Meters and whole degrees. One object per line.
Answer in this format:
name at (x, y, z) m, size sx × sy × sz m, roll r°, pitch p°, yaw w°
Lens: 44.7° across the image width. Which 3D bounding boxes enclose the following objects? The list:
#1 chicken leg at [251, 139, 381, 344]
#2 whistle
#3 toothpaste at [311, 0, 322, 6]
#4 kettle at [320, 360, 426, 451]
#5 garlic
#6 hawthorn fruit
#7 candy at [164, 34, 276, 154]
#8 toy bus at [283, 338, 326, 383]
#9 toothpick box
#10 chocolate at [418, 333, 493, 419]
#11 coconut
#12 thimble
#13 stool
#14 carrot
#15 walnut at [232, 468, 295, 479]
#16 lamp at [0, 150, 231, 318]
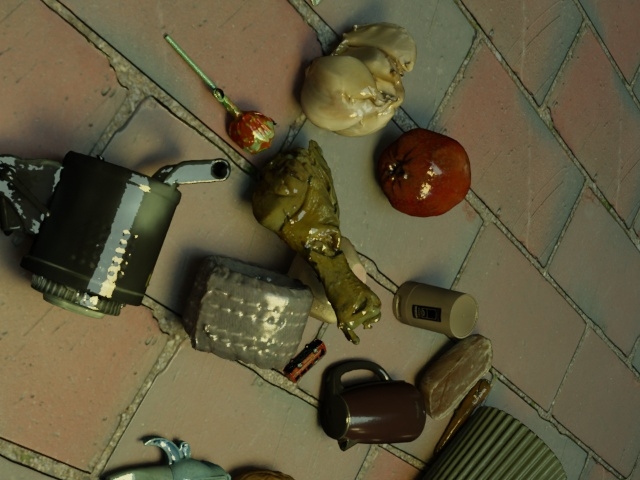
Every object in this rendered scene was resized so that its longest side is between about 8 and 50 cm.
chicken leg at (0.000, 0.000, 1.514) m, size 0.201 × 0.152 × 0.429 m, roll -6°, pitch 59°, yaw -44°
whistle at (-0.292, 0.474, 1.517) m, size 0.269 × 0.093 × 0.180 m, roll 10°, pitch 86°, yaw -34°
toothpaste at (0.051, -0.569, 1.634) m, size 0.218 × 0.041 × 0.064 m, roll -40°, pitch 127°, yaw -23°
kettle at (0.113, 0.379, 1.804) m, size 0.232 × 0.144 × 0.202 m, roll 7°, pitch 74°, yaw -38°
garlic at (0.091, -0.314, 1.612) m, size 0.281 × 0.203 × 0.184 m, roll -38°, pitch 139°, yaw -33°
hawthorn fruit at (0.252, -0.151, 1.782) m, size 0.253 × 0.205 × 0.205 m, roll 1°, pitch 98°, yaw -45°
candy at (-0.189, -0.279, 1.476) m, size 0.084 × 0.078 × 0.287 m, roll -51°, pitch 118°, yaw -17°
toy bus at (-0.033, 0.267, 1.724) m, size 0.110 × 0.031 × 0.043 m, roll -40°, pitch 124°, yaw -26°
toothpick box at (0.274, 0.164, 1.864) m, size 0.111 × 0.181 × 0.111 m, roll -8°, pitch 102°, yaw -40°
chocolate at (0.339, 0.340, 2.019) m, size 0.254 × 0.080 × 0.156 m, roll -38°, pitch 135°, yaw -27°
coconut at (0.017, 0.077, 1.648) m, size 0.171 × 0.171 × 0.182 m, roll 36°, pitch 77°, yaw -38°
thimble at (-0.139, 0.138, 1.495) m, size 0.236 × 0.205 × 0.172 m, roll 17°, pitch 93°, yaw -37°
stool at (0.415, 0.647, 2.014) m, size 0.330 × 0.297 × 0.297 m, roll -40°, pitch 121°, yaw -21°
carrot at (0.381, 0.475, 2.104) m, size 0.254 × 0.049 × 0.049 m, roll -50°, pitch 126°, yaw -17°
walnut at (-0.123, 0.557, 1.627) m, size 0.184 × 0.155 × 0.155 m, roll 16°, pitch 88°, yaw -31°
lamp at (-0.351, -0.007, 1.287) m, size 0.374 × 0.205 × 0.272 m, roll 1°, pitch 93°, yaw -23°
